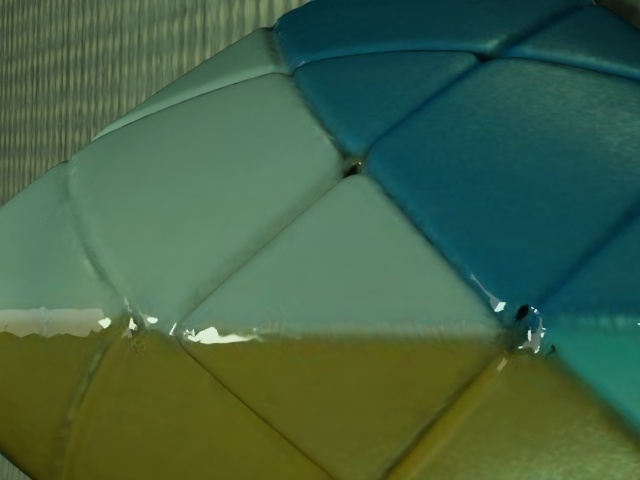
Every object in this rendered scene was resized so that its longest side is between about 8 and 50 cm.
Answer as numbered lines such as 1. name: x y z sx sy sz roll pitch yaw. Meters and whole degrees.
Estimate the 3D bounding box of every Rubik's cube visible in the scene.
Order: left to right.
1. Rubik's cube: 0.000 0.000 0.507 0.254 0.254 0.255 -179 90 -69
